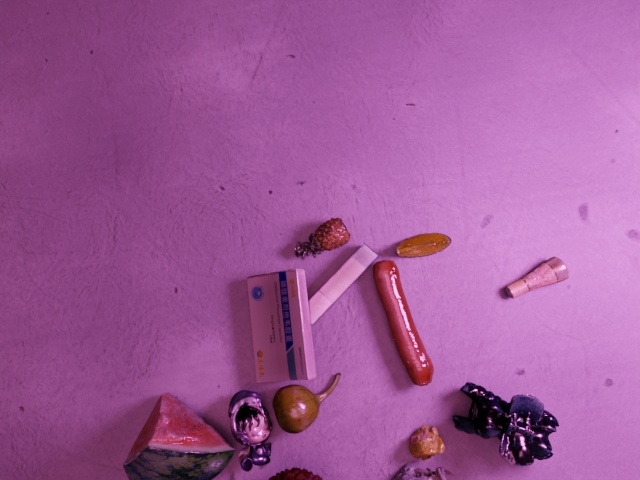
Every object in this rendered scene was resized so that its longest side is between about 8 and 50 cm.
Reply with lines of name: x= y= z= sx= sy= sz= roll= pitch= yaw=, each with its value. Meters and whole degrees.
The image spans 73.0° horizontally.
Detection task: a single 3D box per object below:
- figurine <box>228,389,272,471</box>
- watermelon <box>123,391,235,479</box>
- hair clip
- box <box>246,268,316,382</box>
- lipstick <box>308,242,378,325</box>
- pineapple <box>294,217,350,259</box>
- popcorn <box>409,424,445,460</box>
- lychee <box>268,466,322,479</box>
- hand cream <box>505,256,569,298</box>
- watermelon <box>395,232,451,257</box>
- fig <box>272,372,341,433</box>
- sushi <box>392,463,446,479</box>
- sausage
figurine: x=-0.222 y=0.585 z=1.365 sx=0.145 sy=0.145 sz=0.222 roll=-6 pitch=83 yaw=1
watermelon: x=-0.468 y=0.643 z=1.311 sx=0.293 sy=0.283 sz=0.250 roll=23 pitch=78 yaw=49
hair clip: x=0.568 y=0.544 z=1.300 sx=0.310 sy=0.206 sz=0.194 roll=17 pitch=81 yaw=4
box: x=-0.129 y=0.274 z=1.395 sx=0.200 sy=0.065 sz=0.343 roll=-12 pitch=80 yaw=26
lipstick: x=0.061 y=0.146 z=1.446 sx=0.068 sy=0.066 sz=0.317 roll=43 pitch=85 yaw=8
pineapple: x=0.000 y=0.000 z=1.457 sx=0.198 sy=0.108 sz=0.108 roll=-27 pitch=81 yaw=4
popcorn: x=0.326 y=0.637 z=1.350 sx=0.109 sy=0.097 sz=0.089 roll=-34 pitch=79 yaw=10
lychee: x=-0.067 y=0.824 z=1.232 sx=0.306 sy=0.306 sz=0.330 roll=-40 pitch=109 yaw=-5
hand cream: x=0.708 y=0.133 z=1.429 sx=0.203 sy=0.084 sz=0.084 roll=-28 pitch=81 yaw=2
watermelon: x=0.339 y=0.007 z=1.453 sx=0.182 sy=0.092 sz=0.075 roll=-13 pitch=67 yaw=8
fig: x=-0.032 y=0.506 z=1.384 sx=0.245 sy=0.149 sz=0.149 roll=-21 pitch=81 yaw=-21
sushi: x=0.287 y=0.795 z=1.303 sx=0.184 sy=0.139 sz=0.274 roll=40 pitch=81 yaw=4
sausage: x=0.266 y=0.264 z=1.412 sx=0.094 sy=0.094 sz=0.418 roll=-24 pitch=80 yaw=28
